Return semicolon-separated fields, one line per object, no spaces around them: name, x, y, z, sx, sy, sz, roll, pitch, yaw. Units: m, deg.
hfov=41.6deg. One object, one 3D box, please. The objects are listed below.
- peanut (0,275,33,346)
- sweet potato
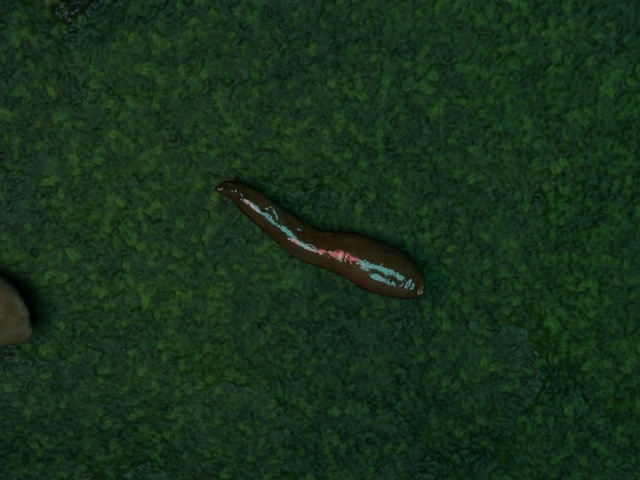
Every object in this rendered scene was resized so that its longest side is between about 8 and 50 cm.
peanut;-0.341;0.057;0.787;0.152;0.076;0.076;21;100;-8
sweet potato;0.000;0.000;0.782;0.214;0.050;0.050;25;100;0
